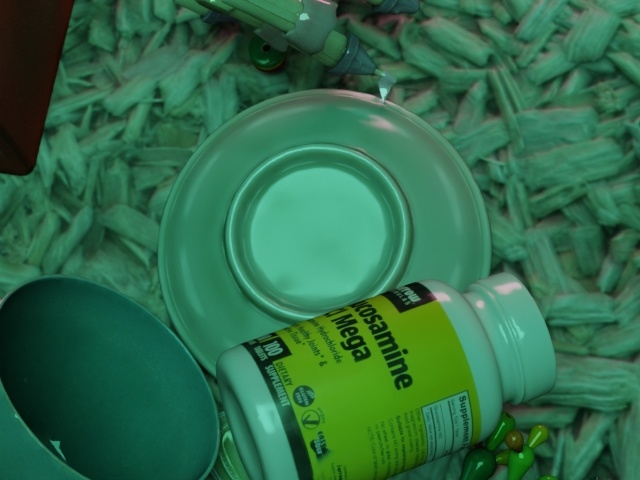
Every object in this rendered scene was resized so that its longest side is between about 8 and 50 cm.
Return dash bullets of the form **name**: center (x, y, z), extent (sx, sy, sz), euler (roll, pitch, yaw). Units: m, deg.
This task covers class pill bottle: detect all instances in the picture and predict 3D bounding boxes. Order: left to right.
- **pill bottle**: center (0.072, 0.153, 1.628), extent (0.334, 0.188, 0.188), euler (-19, 72, -13)

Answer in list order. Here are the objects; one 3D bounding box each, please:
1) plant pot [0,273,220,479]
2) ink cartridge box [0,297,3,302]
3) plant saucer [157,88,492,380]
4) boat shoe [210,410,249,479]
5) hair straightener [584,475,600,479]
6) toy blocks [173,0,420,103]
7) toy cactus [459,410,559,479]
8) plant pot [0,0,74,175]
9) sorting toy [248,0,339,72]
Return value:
- **plant pot**: center (-0.284, 0.210, 1.682), extent (0.195, 0.290, 0.290), euler (-44, 70, 30)
- **ink cartridge box**: center (-0.496, 0.162, 1.762), extent (0.261, 0.066, 0.296), euler (29, 84, 3)
- **plant saucer**: center (0.000, 0.000, 1.777), extent (0.400, 0.100, 0.400), euler (-1, 75, 5)
- **boat shoe**: center (-0.013, 0.290, 1.700), extent (0.302, 0.094, 0.109), euler (37, 80, 14)
- **hair straightener**: center (0.243, 0.355, 1.680), extent (0.089, 0.047, 0.230), euler (27, 77, 12)
- **toy blocks**: center (0.012, -0.344, 1.805), extent (0.260, 0.309, 0.289), euler (22, 88, -21)
- **toy cactus**: center (0.175, 0.292, 1.675), extent (0.180, 0.112, 0.219), euler (-17, 62, 19)
- **plant pot**: center (-0.475, -0.257, 1.837), extent (0.267, 0.236, 0.267), euler (8, 74, 7)
- **sorting toy**: center (-0.019, -0.339, 1.916), extent (0.132, 0.046, 0.274), euler (40, 81, 15)
